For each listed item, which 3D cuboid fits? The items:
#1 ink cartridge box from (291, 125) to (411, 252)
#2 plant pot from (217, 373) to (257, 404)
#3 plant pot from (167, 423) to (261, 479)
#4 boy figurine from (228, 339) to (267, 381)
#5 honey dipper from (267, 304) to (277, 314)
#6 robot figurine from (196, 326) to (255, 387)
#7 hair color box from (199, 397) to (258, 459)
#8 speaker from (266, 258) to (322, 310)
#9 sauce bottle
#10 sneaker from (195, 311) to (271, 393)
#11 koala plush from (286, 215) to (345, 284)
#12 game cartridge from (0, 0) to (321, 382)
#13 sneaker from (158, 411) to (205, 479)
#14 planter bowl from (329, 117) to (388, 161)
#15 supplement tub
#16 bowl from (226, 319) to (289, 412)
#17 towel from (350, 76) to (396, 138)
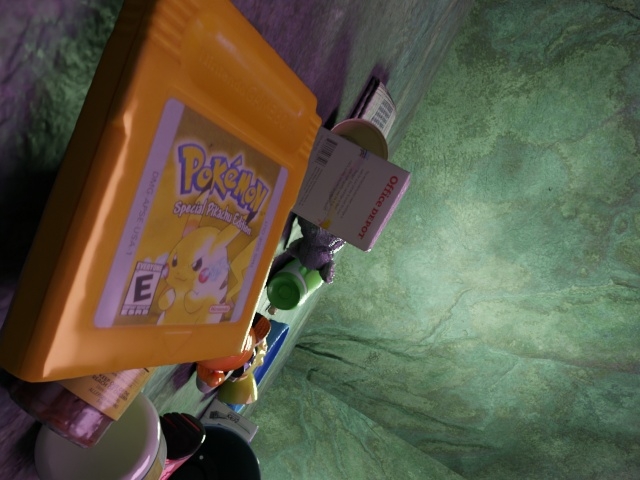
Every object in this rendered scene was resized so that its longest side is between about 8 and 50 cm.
[{"bbox_3d":[0.039,-0.102,0.954,0.171,0.233,0.168,-60,172,3],"label":"ink cartridge box"},{"bbox_3d":[-0.275,0.481,1.592,0.134,0.134,0.095,-18,114,-79],"label":"plant pot"},{"bbox_3d":[-0.334,0.649,1.258,0.293,0.293,0.235,-55,-172,-33],"label":"plant pot"},{"bbox_3d":[-0.231,0.366,1.507,0.177,0.092,0.285,-59,173,-7],"label":"boy figurine"},{"bbox_3d":[-0.145,0.210,1.721,0.160,0.031,0.030,-56,172,-50],"label":"honey dipper"},{"bbox_3d":[-0.200,0.197,0.954,0.158,0.128,0.219,-46,170,-14],"label":"robot figurine"},{"bbox_3d":[-0.377,0.731,1.580,0.338,0.185,0.110,-55,171,-26],"label":"hair color box"},{"bbox_3d":[-0.072,0.130,1.516,0.131,0.131,0.296,-62,172,15],"label":"speaker"},{"bbox_3d":[-0.191,0.060,0.556,0.344,0.112,0.111,-56,172,-30],"label":"sauce bottle"},{"bbox_3d":[-0.236,0.288,1.234,0.262,0.099,0.121,-41,168,-45],"label":"sneaker"},{"bbox_3d":[0.000,0.000,1.332,0.203,0.196,0.221,-31,153,-51],"label":"koala plush"},{"bbox_3d":[-0.111,-0.038,0.455,0.285,0.053,0.323,21,90,-66],"label":"game cartridge"},{"bbox_3d":[-0.387,0.499,1.040,0.136,0.116,0.314,-52,170,27],"label":"sneaker"},{"bbox_3d":[0.065,-0.203,1.122,0.162,0.162,0.109,-60,-161,-1],"label":"planter bowl"},{"bbox_3d":[-0.291,0.293,0.651,0.144,0.144,0.199,-54,171,-36],"label":"supplement tub"},{"bbox_3d":[-0.255,0.487,1.855,0.391,0.077,0.391,-58,172,-13],"label":"bowl"},{"bbox_3d":[0.128,-0.281,1.385,0.324,0.056,0.312,-62,166,7],"label":"towel"}]
